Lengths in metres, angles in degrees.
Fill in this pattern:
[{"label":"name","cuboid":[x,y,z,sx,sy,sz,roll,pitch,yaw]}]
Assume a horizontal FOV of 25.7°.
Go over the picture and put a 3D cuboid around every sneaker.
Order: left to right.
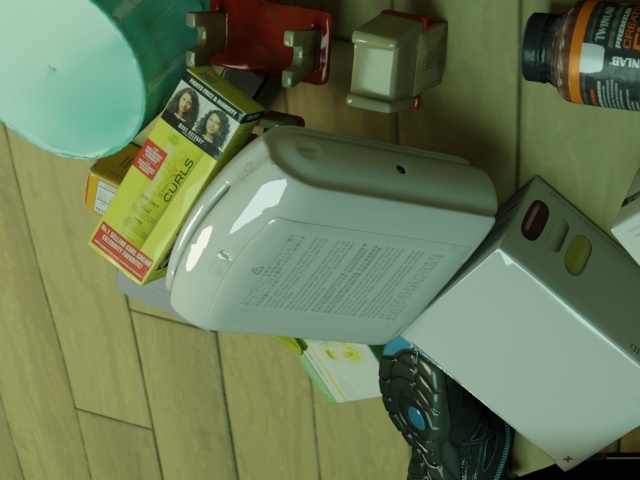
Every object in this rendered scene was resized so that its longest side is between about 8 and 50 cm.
[{"label":"sneaker","cuboid":[0.168,0.221,1.781,0.125,0.139,0.341,39,149,47]}]

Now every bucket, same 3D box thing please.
[{"label":"bucket","cuboid":[-0.263,-0.241,1.599,0.281,0.183,0.281,14,131,17]}]

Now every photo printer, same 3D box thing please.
[{"label":"photo printer","cuboid":[0.000,0.000,1.499,0.307,0.107,0.256,7,136,-33]}]

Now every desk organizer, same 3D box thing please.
[{"label":"desk organizer","cuboid":[-0.100,-0.173,1.655,0.047,0.050,0.130,36,135,-1]}]

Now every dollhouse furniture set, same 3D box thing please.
[{"label":"dollhouse furniture set","cuboid":[-0.010,-0.209,1.515,0.259,0.135,0.262,15,114,23]}]

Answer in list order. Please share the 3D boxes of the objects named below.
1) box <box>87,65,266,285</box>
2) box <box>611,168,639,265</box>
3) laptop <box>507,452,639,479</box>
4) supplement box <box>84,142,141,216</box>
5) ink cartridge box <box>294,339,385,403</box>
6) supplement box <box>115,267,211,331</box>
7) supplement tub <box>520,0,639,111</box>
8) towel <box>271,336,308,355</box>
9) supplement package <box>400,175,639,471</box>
[{"label":"box","cuboid":[-0.156,-0.069,1.507,0.087,0.058,0.232,39,112,11]},{"label":"box","cuboid":[0.431,-0.014,1.436,0.182,0.119,0.181,47,133,-12]},{"label":"laptop","cuboid":[0.450,0.369,1.659,0.382,0.236,0.408,-5,123,34]},{"label":"supplement box","cuboid":[-0.183,-0.036,1.799,0.233,0.078,0.080,29,138,6]},{"label":"ink cartridge box","cuboid":[0.067,0.117,1.800,0.235,0.056,0.171,-14,117,39]},{"label":"supplement box","cuboid":[-0.127,-0.009,1.672,0.130,0.239,0.073,23,132,12]},{"label":"supplement tub","cuboid":[0.300,-0.180,1.383,0.198,0.106,0.106,9,130,23]},{"label":"towel","cuboid":[-0.124,0.078,1.826,0.237,0.021,0.102,25,163,34]},{"label":"supplement package","cuboid":[0.264,0.099,1.606,0.262,0.145,0.204,39,135,-5]}]
